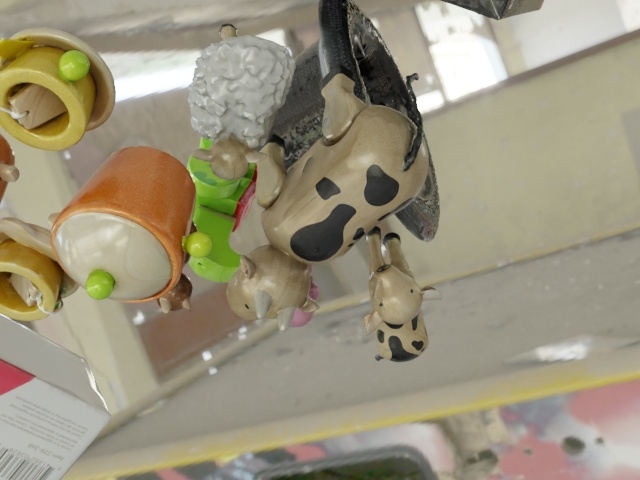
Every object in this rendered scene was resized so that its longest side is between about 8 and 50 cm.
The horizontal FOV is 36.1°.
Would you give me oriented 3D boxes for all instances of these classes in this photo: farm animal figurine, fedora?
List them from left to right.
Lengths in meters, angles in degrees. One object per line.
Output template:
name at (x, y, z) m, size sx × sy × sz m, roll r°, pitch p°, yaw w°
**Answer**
farm animal figurine at (0.000, 0.000, 0.888) m, size 0.330 × 0.172 × 0.326 m, roll 14°, pitch -51°, yaw -22°
fedora at (0.018, -0.120, 1.115) m, size 0.153 × 0.334 × 0.334 m, roll -21°, pitch 4°, yaw 16°

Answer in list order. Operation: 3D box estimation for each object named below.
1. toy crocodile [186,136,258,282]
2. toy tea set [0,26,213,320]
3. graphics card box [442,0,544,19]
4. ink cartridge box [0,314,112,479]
toy crocodile at (-0.110, -0.099, 1.251) m, size 0.115 × 0.105 × 0.340 m, roll 115°, pitch 170°, yaw -48°
toy tea set at (-0.243, 0.001, 0.737) m, size 0.336 × 0.200 × 0.124 m, roll -29°, pitch 30°, yaw 34°
graphics card box at (0.111, -0.301, 0.976) m, size 0.233 × 0.094 × 0.371 m, roll 23°, pitch 19°, yaw 10°
ink cartridge box at (-0.407, 0.221, 1.021) m, size 0.306 × 0.226 × 0.131 m, roll -48°, pitch 37°, yaw 5°
